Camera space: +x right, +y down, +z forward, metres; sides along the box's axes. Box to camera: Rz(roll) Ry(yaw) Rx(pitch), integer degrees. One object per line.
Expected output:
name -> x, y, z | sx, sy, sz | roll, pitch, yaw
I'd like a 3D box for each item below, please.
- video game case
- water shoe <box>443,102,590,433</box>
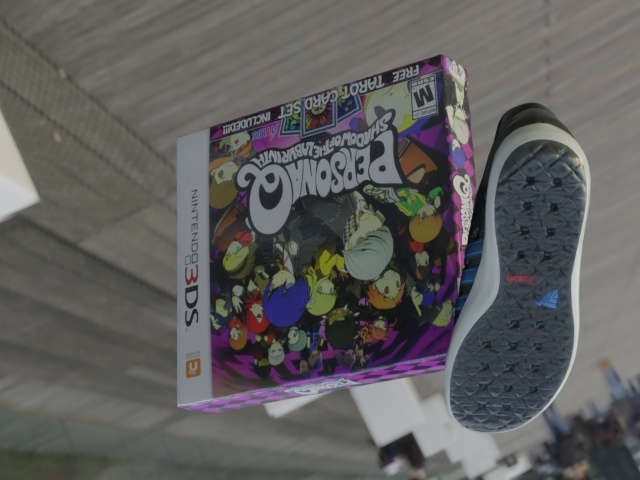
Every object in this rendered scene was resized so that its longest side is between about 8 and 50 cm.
video game case -> 0.000, 0.000, 0.943 | 0.232, 0.210, 0.042 | -13, 158, 30
water shoe -> 0.118, 0.019, 0.801 | 0.073, 0.080, 0.203 | 9, 118, -2
